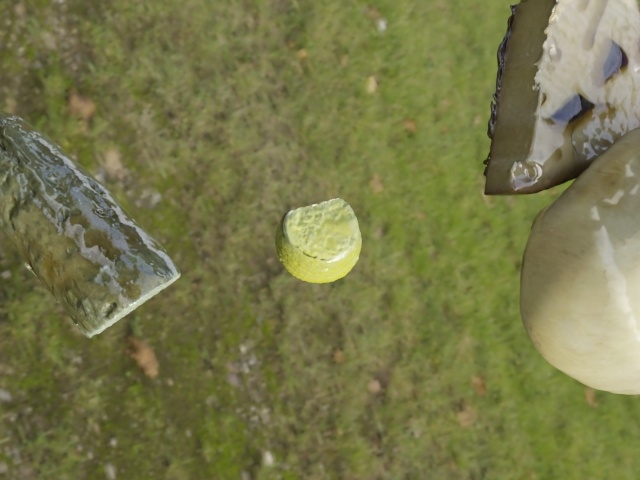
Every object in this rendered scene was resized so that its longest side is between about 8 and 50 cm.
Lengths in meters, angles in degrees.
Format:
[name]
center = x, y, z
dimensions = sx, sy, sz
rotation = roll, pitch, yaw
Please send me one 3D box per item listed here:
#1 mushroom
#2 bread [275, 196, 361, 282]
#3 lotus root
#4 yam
[mushroom]
center = 0.290, 0.011, 1.087
dimensions = 0.260, 0.234, 0.254
rotation = 7, 103, -34
[bread]
center = 0.000, 0.000, 1.684
dimensions = 0.114, 0.129, 0.111
rotation = 91, -22, -74
[lotus root]
center = 0.242, -0.155, 1.105
dimensions = 0.170, 0.074, 0.260
rotation = 13, 80, -35
[yam]
center = -0.298, -0.026, 1.294
dimensions = 0.330, 0.133, 0.133
rotation = 44, 18, 16
